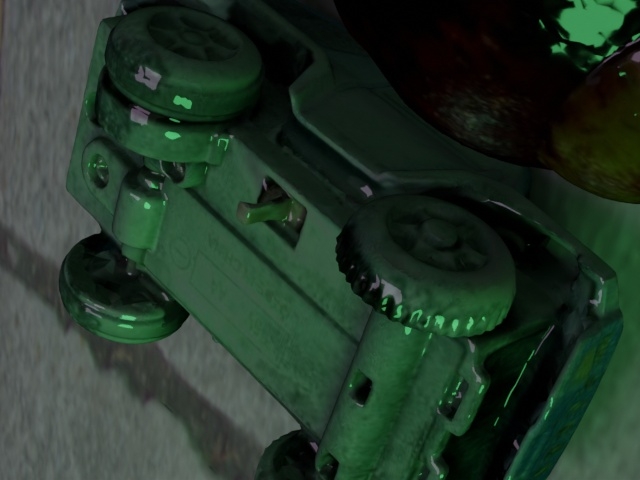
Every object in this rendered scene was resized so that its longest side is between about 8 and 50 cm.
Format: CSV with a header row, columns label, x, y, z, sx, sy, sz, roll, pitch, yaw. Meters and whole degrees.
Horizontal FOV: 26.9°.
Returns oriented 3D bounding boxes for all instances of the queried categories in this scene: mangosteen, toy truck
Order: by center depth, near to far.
label,x,y,z,sx,sy,sz,roll,pitch,yaw
mangosteen,0.101,-0.106,0.422,0.210,0.210,0.210,18,116,42
toy truck,0.000,0.000,0.591,0.279,0.156,0.155,41,130,30
